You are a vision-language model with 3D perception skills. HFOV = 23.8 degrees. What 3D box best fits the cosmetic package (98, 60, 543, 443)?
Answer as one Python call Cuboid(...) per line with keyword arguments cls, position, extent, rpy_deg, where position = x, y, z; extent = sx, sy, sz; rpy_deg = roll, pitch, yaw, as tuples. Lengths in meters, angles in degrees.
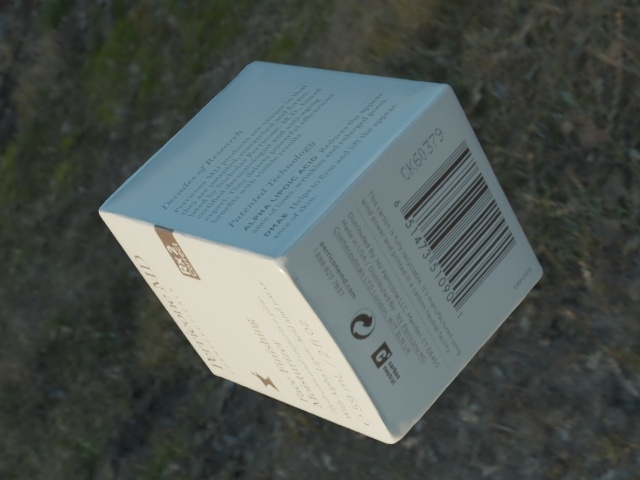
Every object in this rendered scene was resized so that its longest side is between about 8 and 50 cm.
Cuboid(cls="cosmetic package", position=(0.000, 0.000, 0.912), extent=(0.151, 0.151, 0.183), rpy_deg=(-46, 34, -23))
